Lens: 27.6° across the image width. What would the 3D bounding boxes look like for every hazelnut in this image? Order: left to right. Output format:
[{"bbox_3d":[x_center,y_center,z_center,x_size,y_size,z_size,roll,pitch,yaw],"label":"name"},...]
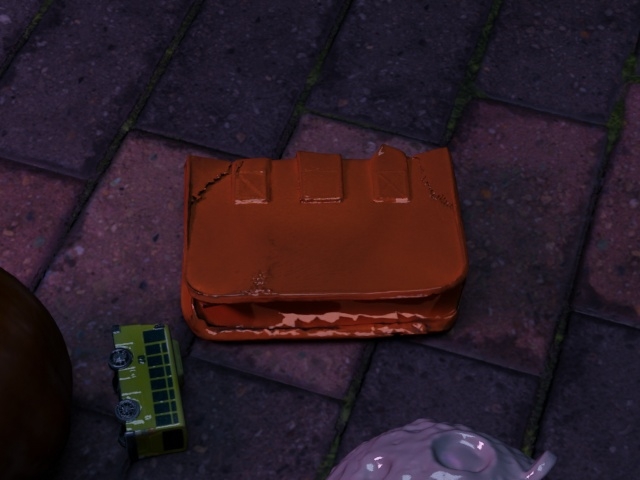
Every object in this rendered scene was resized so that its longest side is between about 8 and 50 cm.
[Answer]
[{"bbox_3d":[-0.485,0.179,1.630,0.365,0.366,0.366,0,52,0],"label":"hazelnut"}]

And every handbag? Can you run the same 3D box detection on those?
[{"bbox_3d":[0.000,0.000,1.905,0.410,0.116,0.304,-2,49,-2],"label":"handbag"}]

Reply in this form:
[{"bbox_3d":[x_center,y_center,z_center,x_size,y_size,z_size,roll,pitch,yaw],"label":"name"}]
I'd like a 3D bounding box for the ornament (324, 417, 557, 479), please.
[{"bbox_3d":[0.128,0.377,1.473,0.337,0.337,0.337,0,52,0],"label":"ornament"}]

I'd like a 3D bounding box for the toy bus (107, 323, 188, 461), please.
[{"bbox_3d":[-0.233,0.200,1.763,0.101,0.088,0.175,-8,55,-8],"label":"toy bus"}]
